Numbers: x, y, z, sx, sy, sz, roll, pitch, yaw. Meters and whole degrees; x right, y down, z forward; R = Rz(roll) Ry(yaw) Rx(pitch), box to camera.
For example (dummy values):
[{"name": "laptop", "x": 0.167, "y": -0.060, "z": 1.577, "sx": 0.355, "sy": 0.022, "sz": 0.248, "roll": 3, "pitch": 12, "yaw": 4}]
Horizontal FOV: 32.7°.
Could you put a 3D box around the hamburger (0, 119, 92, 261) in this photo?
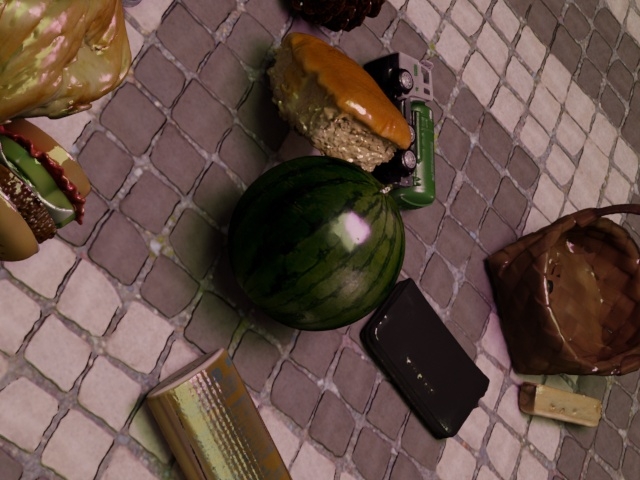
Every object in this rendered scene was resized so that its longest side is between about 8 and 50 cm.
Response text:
[{"name": "hamburger", "x": -0.363, "y": -0.054, "z": 1.255, "sx": 0.175, "sy": 0.175, "sz": 0.137, "roll": 49, "pitch": 65, "yaw": -20}]

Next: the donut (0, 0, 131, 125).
[{"name": "donut", "x": -0.376, "y": -0.208, "z": 1.144, "sx": 0.360, "sy": 0.360, "sz": 0.170, "roll": -23, "pitch": 113, "yaw": -43}]

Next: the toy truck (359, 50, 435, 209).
[{"name": "toy truck", "x": 0.131, "y": -0.174, "z": 1.758, "sx": 0.125, "sy": 0.101, "sz": 0.243, "roll": 10, "pitch": 74, "yaw": -44}]

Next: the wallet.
[{"name": "wallet", "x": 0.170, "y": 0.192, "z": 1.724, "sx": 0.250, "sy": 0.044, "sz": 0.149, "roll": 54, "pitch": 53, "yaw": -16}]

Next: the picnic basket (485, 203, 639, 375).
[{"name": "picnic basket", "x": 0.502, "y": 0.083, "z": 1.863, "sx": 0.337, "sy": 0.337, "sz": 0.293, "roll": -13, "pitch": 86, "yaw": -43}]

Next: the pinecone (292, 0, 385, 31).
[{"name": "pinecone", "x": 0.040, "y": -0.411, "z": 1.711, "sx": 0.165, "sy": 0.163, "sz": 0.163, "roll": -28, "pitch": 97, "yaw": -53}]

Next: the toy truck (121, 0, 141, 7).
[{"name": "toy truck", "x": -0.345, "y": -0.441, "z": 1.368, "sx": 0.387, "sy": 0.173, "sz": 0.207, "roll": 2, "pitch": 67, "yaw": -38}]

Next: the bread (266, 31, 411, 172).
[{"name": "bread", "x": 0.024, "y": -0.202, "z": 1.591, "sx": 0.174, "sy": 0.121, "sz": 0.245, "roll": 18, "pitch": 23, "yaw": -34}]

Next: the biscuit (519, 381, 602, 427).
[{"name": "biscuit", "x": 0.422, "y": 0.290, "z": 1.910, "sx": 0.188, "sy": 0.052, "sz": 0.056, "roll": 19, "pitch": 82, "yaw": -36}]

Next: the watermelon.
[{"name": "watermelon", "x": -0.004, "y": 0.003, "z": 1.491, "sx": 0.242, "sy": 0.242, "sz": 0.242, "roll": 13, "pitch": 69, "yaw": -38}]

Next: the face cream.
[{"name": "face cream", "x": -0.112, "y": 0.295, "z": 1.427, "sx": 0.139, "sy": 0.067, "sz": 0.285, "roll": -32, "pitch": 99, "yaw": -41}]
